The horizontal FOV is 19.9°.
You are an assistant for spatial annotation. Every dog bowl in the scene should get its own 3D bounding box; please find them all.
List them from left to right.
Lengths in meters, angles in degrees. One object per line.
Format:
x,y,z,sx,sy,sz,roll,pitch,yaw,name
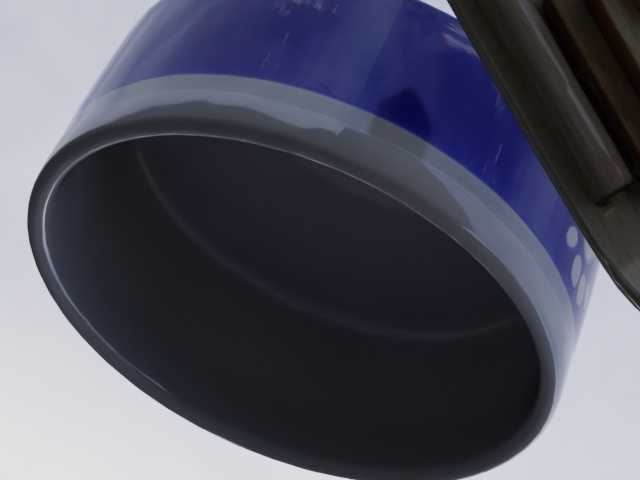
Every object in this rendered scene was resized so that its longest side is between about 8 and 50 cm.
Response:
0.000,0.000,0.879,0.265,0.104,0.265,16,-36,12,dog bowl

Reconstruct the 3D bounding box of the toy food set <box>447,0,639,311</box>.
0.146,-0.142,0.636,0.306,0.220,0.092,61,-14,9,toy food set
